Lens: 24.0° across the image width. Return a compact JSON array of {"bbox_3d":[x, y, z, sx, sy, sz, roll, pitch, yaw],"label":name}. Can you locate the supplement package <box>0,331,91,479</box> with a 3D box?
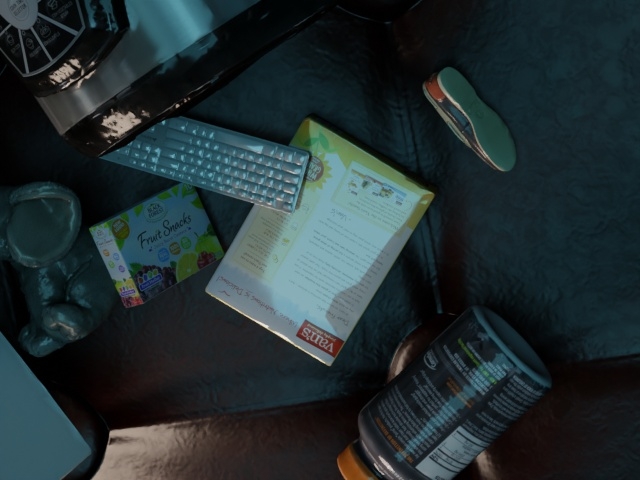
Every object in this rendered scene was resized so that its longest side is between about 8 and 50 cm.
[{"bbox_3d":[-0.411,0.233,1.722,0.194,0.149,0.203,53,138,-6],"label":"supplement package"}]

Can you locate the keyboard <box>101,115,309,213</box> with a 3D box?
[{"bbox_3d":[-0.139,-0.098,1.708,0.256,0.014,0.072,17,100,14],"label":"keyboard"}]

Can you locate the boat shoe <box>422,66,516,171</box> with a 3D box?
[{"bbox_3d":[0.166,-0.131,1.677,0.137,0.049,0.043,51,145,-7],"label":"boat shoe"}]

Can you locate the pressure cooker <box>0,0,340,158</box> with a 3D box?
[{"bbox_3d":[-0.205,-0.337,1.519,0.370,0.375,0.420,-33,96,-6],"label":"pressure cooker"}]

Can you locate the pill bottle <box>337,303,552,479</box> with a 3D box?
[{"bbox_3d":[0.132,0.197,1.703,0.130,0.130,0.246,45,103,-4],"label":"pill bottle"}]

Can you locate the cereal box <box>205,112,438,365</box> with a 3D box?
[{"bbox_3d":[0.000,0.000,1.720,0.173,0.047,0.240,32,104,1],"label":"cereal box"}]

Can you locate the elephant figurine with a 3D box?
[{"bbox_3d":[-0.327,-0.003,1.696,0.169,0.186,0.239,-22,105,37],"label":"elephant figurine"}]

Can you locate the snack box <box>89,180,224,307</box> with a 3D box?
[{"bbox_3d":[-0.182,0.001,1.697,0.037,0.141,0.100,-18,100,43],"label":"snack box"}]
